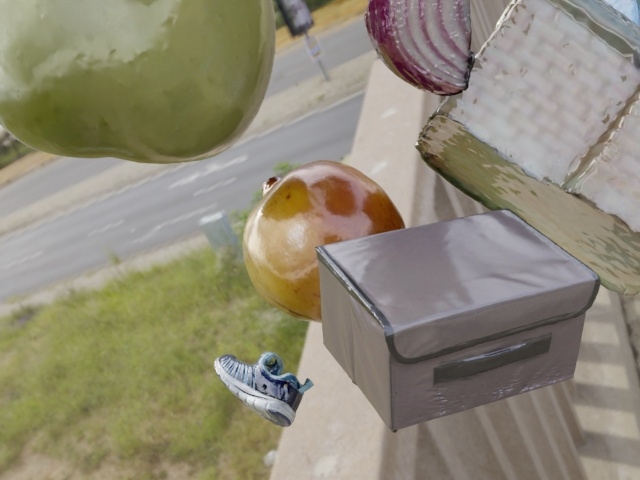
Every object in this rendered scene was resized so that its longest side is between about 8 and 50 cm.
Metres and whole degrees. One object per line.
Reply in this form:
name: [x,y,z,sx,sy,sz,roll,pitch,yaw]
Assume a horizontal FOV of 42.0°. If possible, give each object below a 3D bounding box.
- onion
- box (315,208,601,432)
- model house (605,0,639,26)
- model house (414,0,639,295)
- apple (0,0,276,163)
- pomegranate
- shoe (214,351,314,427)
onion: [0.105,-0.316,1.088,0.111,0.250,0.247,-13,28,-14]
box: [0.145,0.083,0.939,0.252,0.153,0.188,-14,34,-20]
model house: [0.528,-0.346,1.545,0.215,0.237,0.303,-6,51,37]
model house: [0.436,-0.195,1.270,0.400,0.445,0.395,-56,-6,-2]
apple: [-0.278,-0.320,1.209,0.473,0.474,0.474,-22,26,11]
pomegranate: [0.000,0.000,1.320,0.264,0.264,0.264,-22,26,11]
shoe: [-0.106,0.252,1.500,0.207,0.091,0.106,20,64,38]
